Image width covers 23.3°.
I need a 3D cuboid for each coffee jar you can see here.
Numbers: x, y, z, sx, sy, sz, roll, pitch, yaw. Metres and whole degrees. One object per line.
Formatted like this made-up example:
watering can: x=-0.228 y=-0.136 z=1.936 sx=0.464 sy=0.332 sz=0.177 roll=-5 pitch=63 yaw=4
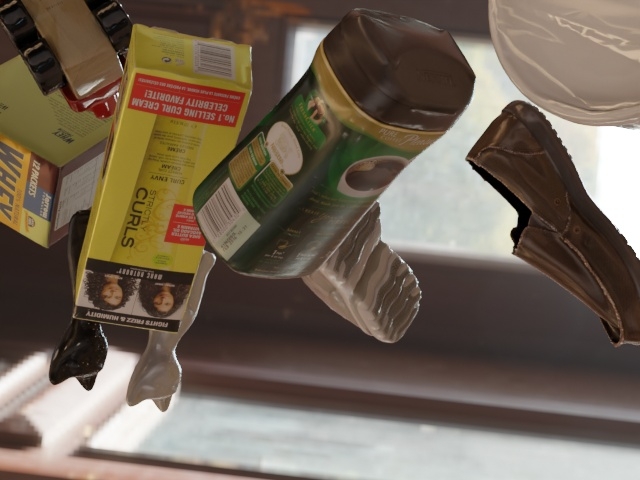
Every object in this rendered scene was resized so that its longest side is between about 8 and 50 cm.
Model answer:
coffee jar: x=0.008 y=-0.059 z=0.949 sx=0.184 sy=0.096 sz=0.079 roll=-46 pitch=-121 yaw=32

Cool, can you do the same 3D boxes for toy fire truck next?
toy fire truck: x=-0.266 y=-0.232 z=1.748 sx=0.217 sy=0.158 sz=0.246 roll=56 pitch=-10 yaw=20

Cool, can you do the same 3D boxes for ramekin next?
ramekin: x=0.302 y=-0.226 z=1.453 sx=0.127 sy=0.273 sz=0.273 roll=20 pitch=74 yaw=-52

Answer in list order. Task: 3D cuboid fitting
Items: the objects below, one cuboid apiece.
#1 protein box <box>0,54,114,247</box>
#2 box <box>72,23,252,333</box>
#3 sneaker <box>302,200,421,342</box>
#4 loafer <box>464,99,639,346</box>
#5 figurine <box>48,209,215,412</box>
protein box: x=-0.369 y=-0.127 z=2.059 sx=0.201 sy=0.200 sz=0.136 roll=-41 pitch=155 yaw=-49
box: x=-0.115 y=-0.039 z=1.111 sx=0.058 sy=0.087 sz=0.232 roll=-97 pitch=-158 yaw=-50
sneaker: x=0.000 y=0.000 z=1.540 sx=0.105 sy=0.115 sz=0.281 roll=-54 pitch=140 yaw=-28
loafer: x=0.311 y=-0.004 z=2.058 sx=0.366 sy=0.130 sz=0.134 roll=57 pitch=-6 yaw=3
figurine: x=-0.229 y=0.093 z=1.875 sx=0.215 sy=0.092 sz=0.209 roll=26 pitch=71 yaw=-48
